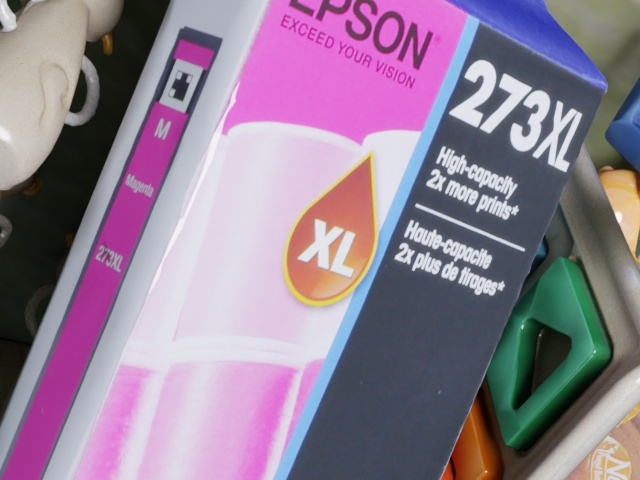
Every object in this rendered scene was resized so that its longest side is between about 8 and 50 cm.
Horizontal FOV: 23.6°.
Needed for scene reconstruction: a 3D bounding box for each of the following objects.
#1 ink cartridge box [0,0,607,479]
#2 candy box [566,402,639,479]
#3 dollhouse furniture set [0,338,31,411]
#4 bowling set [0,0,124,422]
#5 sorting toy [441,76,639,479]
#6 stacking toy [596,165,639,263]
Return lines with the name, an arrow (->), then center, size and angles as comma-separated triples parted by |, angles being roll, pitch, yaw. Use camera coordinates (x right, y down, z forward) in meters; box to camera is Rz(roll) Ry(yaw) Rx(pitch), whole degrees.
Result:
ink cartridge box -> 0.000, 0.000, 0.585 | 0.176, 0.069, 0.370 | 20, 91, -41
candy box -> 0.209, 0.092, 0.737 | 0.317, 0.183, 0.087 | -19, 128, 8
dollhouse furniture set -> -0.130, 0.160, 0.750 | 0.129, 0.183, 0.129 | 14, 125, -16
bowling set -> -0.124, 0.002, 0.679 | 0.200, 0.154, 0.287 | -8, 132, 23
sorting toy -> 0.065, 0.051, 0.682 | 0.047, 0.196, 0.347 | 25, 121, -20
stacking toy -> 0.233, -0.053, 0.666 | 0.302, 0.165, 0.175 | -22, 172, 32
